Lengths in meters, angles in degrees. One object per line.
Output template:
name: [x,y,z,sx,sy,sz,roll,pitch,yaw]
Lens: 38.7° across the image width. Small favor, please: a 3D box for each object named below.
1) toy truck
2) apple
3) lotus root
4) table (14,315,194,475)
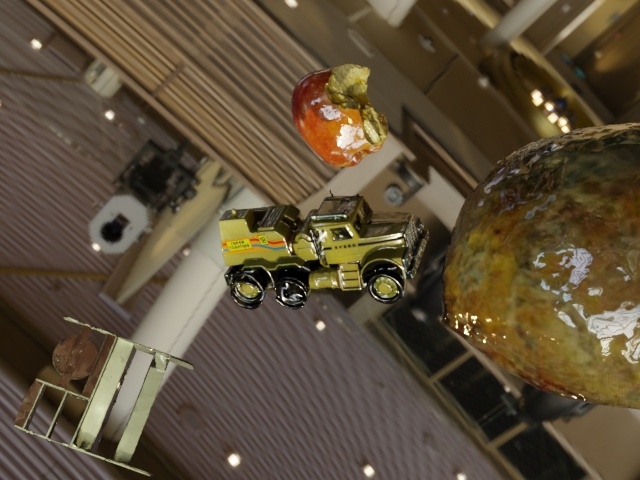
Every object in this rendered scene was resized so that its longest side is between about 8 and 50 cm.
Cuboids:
toy truck: [0.003,0.004,1.161,0.127,0.257,0.127,-61,-34,-53]
apple: [0.030,-0.204,1.530,0.156,0.147,0.158,15,-120,-73]
lotus root: [0.248,0.011,0.707,0.142,0.314,0.210,76,-158,-45]
table: [-0.265,0.194,1.131,0.175,0.146,0.062,20,163,-2]
